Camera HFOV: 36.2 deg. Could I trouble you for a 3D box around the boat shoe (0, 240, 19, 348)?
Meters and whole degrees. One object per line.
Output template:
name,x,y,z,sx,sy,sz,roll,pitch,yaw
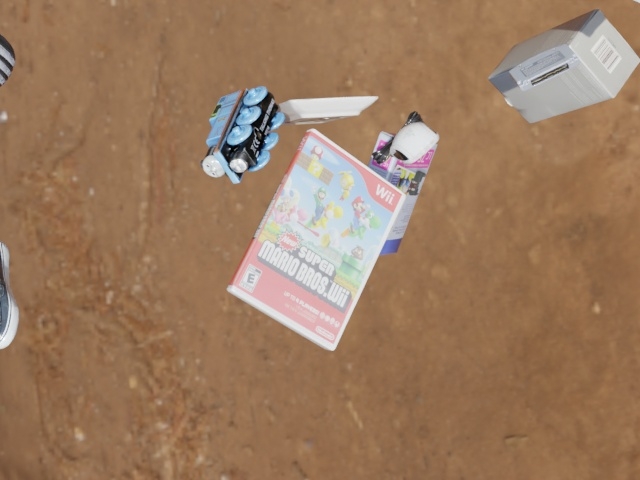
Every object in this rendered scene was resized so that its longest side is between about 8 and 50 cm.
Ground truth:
boat shoe,-0.497,0.069,1.428,0.065,0.083,0.183,-29,59,18

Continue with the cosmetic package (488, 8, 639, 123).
cosmetic package,0.420,-0.298,1.714,0.127,0.107,0.238,44,162,-17

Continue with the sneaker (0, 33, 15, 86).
sneaker,-0.455,-0.254,1.126,0.098,0.224,0.083,14,67,28

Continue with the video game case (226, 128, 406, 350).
video game case,0.000,0.000,1.522,0.025,0.204,0.285,-2,59,60

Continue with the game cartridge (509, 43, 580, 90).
game cartridge,0.291,-0.227,1.281,0.017,0.083,0.056,60,-171,-34

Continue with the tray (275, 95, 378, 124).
tray,-0.011,-0.214,1.634,0.270,0.145,0.030,-167,72,-75

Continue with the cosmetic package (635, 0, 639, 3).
cosmetic package,0.352,-0.491,1.302,0.377,0.284,0.097,33,153,22

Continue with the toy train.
toy train,-0.122,-0.161,1.492,0.105,0.080,0.184,-16,37,28

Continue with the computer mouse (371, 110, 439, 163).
computer mouse,0.133,-0.158,1.504,0.042,0.106,0.193,49,179,-10

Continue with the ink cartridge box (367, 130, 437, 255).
ink cartridge box,0.136,-0.072,2.068,0.065,0.185,0.311,29,107,26
